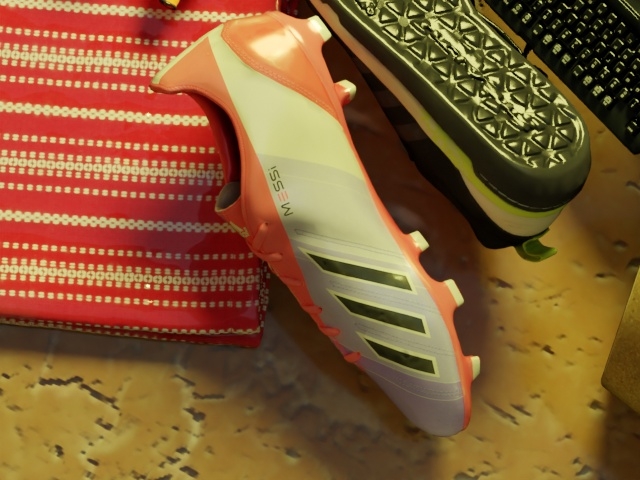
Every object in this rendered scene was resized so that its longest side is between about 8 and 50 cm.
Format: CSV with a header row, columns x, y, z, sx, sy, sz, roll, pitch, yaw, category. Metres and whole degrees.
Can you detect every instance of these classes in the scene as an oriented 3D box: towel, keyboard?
x,y,z,sx,sy,sz,roll,pitch,yaw,category
-0.114,-0.086,0.914,0.199,0.031,0.274,6,81,-5,towel
0.120,-0.122,0.903,0.192,0.038,0.100,49,123,19,keyboard

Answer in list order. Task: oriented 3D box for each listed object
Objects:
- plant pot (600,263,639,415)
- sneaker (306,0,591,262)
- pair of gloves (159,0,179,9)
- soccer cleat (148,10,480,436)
x,y,z,sx,sy,sz,roll,pitch,yaw,category
0.284,0.059,0.857,0.254,0.237,0.237,19,79,10,plant pot
0.051,-0.084,0.904,0.084,0.097,0.234,-24,66,-26,sneaker
-0.095,-0.173,0.908,0.083,0.010,0.074,26,80,-3,pair of gloves
0.000,0.000,0.875,0.095,0.083,0.248,-27,98,-14,soccer cleat
